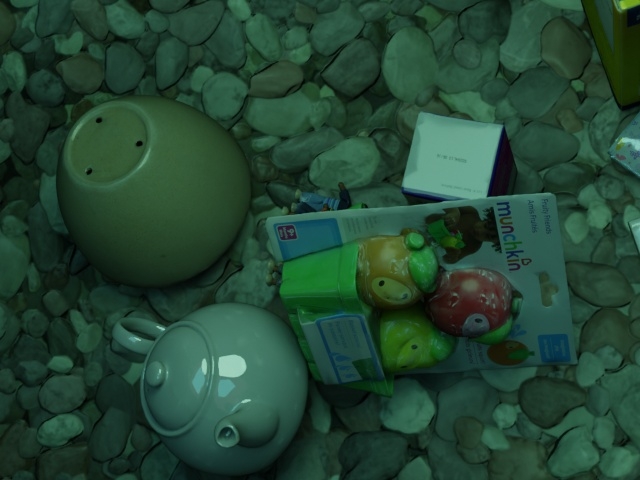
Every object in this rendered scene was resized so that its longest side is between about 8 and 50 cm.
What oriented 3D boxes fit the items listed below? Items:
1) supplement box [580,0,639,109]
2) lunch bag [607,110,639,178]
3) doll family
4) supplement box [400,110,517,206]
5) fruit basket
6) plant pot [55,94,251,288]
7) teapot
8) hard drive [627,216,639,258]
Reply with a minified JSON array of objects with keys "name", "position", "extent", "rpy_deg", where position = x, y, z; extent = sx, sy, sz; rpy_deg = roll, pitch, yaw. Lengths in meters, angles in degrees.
[{"name":"supplement box","position":[0.435,-0.328,1.373],"extent":[0.195,0.356,0.194],"rpy_deg":[-18,75,11]},{"name":"lunch bag","position":[0.437,-0.127,1.491],"extent":[0.071,0.053,0.083],"rpy_deg":[37,80,17]},{"name":"doll family","position":[0.000,0.000,1.572],"extent":[0.111,0.076,0.193],"rpy_deg":[7,77,21]},{"name":"supplement box","position":[0.188,-0.078,1.459],"extent":[0.111,0.220,0.114],"rpy_deg":[11,80,16]},{"name":"fruit basket","position":[0.135,0.080,1.404],"extent":[0.353,0.327,0.165],"rpy_deg":[-1,46,17]},{"name":"plant pot","position":[-0.263,-0.096,1.576],"extent":[0.284,0.191,0.284],"rpy_deg":[-6,67,15]},{"name":"teapot","position":[-0.155,0.188,1.475],"extent":[0.256,0.187,0.252],"rpy_deg":[-28,57,39]},{"name":"hard drive","position":[0.599,0.030,1.397],"extent":[0.353,0.047,0.233],"rpy_deg":[-19,86,11]}]
